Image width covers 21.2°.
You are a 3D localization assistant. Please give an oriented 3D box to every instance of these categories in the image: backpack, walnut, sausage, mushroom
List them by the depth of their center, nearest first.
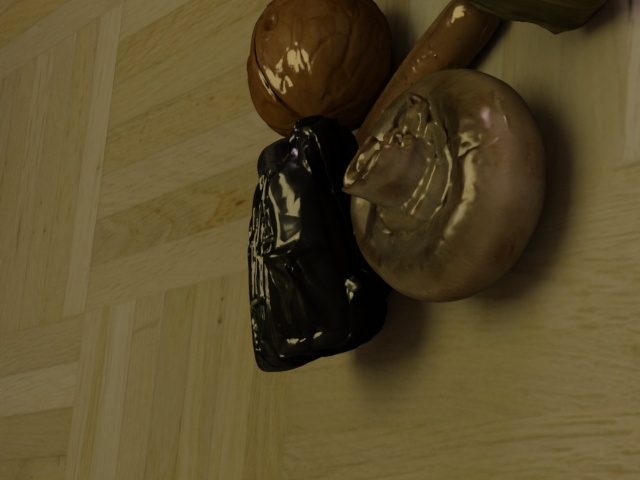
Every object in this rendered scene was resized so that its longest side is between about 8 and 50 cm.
[{"bbox_3d":[0.111,-0.055,1.614,0.226,0.178,0.226,-26,55,42],"label":"mushroom"},{"bbox_3d":[0.000,0.000,1.761,0.133,0.206,0.258,-8,89,19],"label":"backpack"},{"bbox_3d":[0.095,-0.144,1.799,0.301,0.066,0.065,-55,36,33],"label":"sausage"},{"bbox_3d":[-0.001,-0.196,1.878,0.167,0.167,0.207,-52,22,39],"label":"walnut"}]

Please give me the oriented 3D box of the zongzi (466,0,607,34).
[{"bbox_3d":[0.089,-0.391,1.585,0.174,0.393,0.356,110,166,-67],"label":"zongzi"}]
